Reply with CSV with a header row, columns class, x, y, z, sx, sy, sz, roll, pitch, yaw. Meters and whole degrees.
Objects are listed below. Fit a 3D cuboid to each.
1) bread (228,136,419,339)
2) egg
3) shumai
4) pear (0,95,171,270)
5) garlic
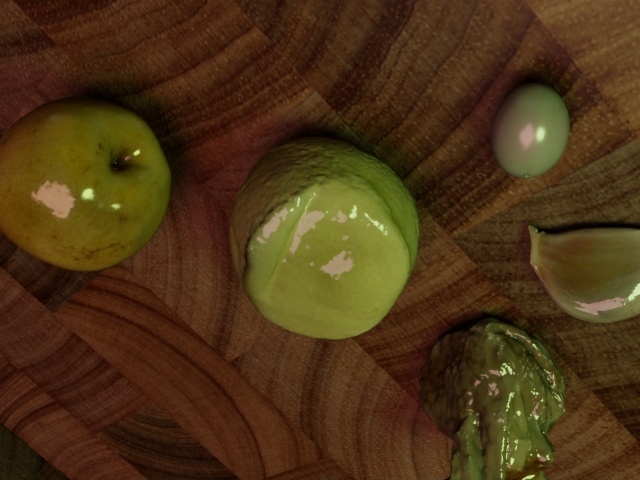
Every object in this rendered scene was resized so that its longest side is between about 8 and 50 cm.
class,x,y,z,sx,sy,sz,roll,pitch,yaw
bread,0.002,-0.008,1.207,0.320,0.237,0.321,5,135,5
egg,0.285,-0.149,1.030,0.103,0.103,0.135,14,128,16
shumai,0.278,0.313,1.305,0.266,0.262,0.314,10,128,18
pear,-0.410,-0.093,1.293,0.314,0.314,0.314,14,131,16
garlic,0.455,0.047,1.125,0.266,0.129,0.148,-12,133,21
